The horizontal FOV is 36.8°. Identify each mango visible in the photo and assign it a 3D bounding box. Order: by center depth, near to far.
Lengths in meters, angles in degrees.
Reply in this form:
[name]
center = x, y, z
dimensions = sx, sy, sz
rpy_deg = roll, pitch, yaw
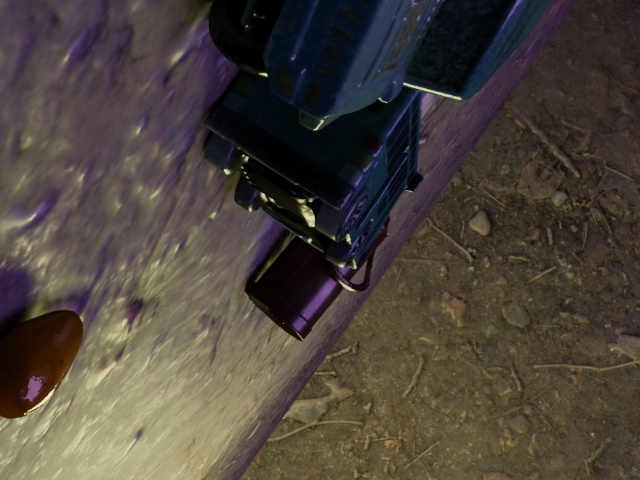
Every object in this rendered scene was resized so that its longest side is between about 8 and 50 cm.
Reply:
[mango]
center = -0.177, 0.074, 0.600
dimensions = 0.089, 0.046, 0.060
rpy_deg = -52, 171, -50

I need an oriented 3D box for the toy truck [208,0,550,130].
[toy truck]
center = 0.061, -0.179, 0.577
dimensions = 0.279, 0.156, 0.155
rpy_deg = -48, 169, -47

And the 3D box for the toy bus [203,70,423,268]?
[toy bus]
center = 0.008, -0.072, 0.787
dimensions = 0.147, 0.128, 0.256
rpy_deg = -56, 170, -6

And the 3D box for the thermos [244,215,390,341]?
[thermos]
center = 0.012, 0.006, 1.203
dimensions = 0.232, 0.124, 0.099
rpy_deg = -51, 131, -12

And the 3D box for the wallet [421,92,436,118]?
[wallet]
center = 0.104, -0.147, 1.357
dimensions = 0.190, 0.033, 0.095
rpy_deg = -56, 170, -3
